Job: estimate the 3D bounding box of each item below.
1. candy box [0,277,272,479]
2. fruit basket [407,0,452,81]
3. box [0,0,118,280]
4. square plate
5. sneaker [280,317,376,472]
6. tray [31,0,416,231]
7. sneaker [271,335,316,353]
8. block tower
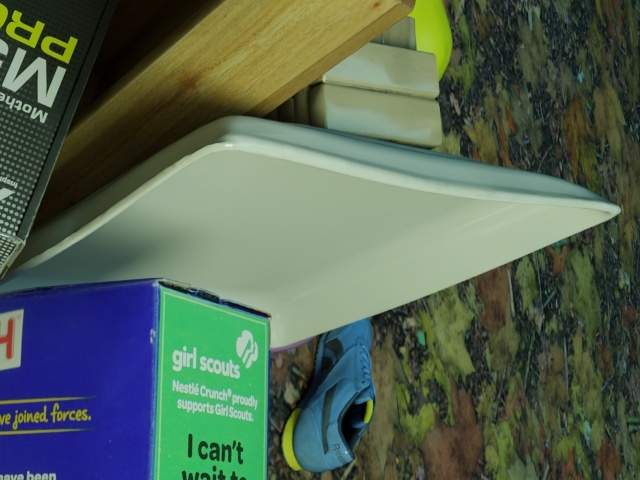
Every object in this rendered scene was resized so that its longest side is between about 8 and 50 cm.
[{"bbox_3d":[-0.170,0.193,0.653,0.122,0.268,0.317,24,63,-61],"label":"candy box"},{"bbox_3d":[-0.025,-0.267,0.919,0.392,0.392,0.283,38,51,-51],"label":"fruit basket"},{"bbox_3d":[-0.257,-0.126,0.647,0.270,0.060,0.216,25,55,-17],"label":"box"},{"bbox_3d":[-0.042,0.006,0.784,0.347,0.344,0.049,7,67,-44],"label":"square plate"},{"bbox_3d":[0.031,0.148,1.214,0.069,0.082,0.209,61,34,-30],"label":"sneaker"},{"bbox_3d":[-0.085,-0.135,0.743,0.076,0.411,0.202,30,54,-25],"label":"tray"},{"bbox_3d":[0.000,0.000,1.156,0.305,0.114,0.152,-28,109,-59],"label":"sneaker"},{"bbox_3d":[-0.056,-0.073,0.847,0.097,0.335,0.091,5,78,-35],"label":"block tower"}]
